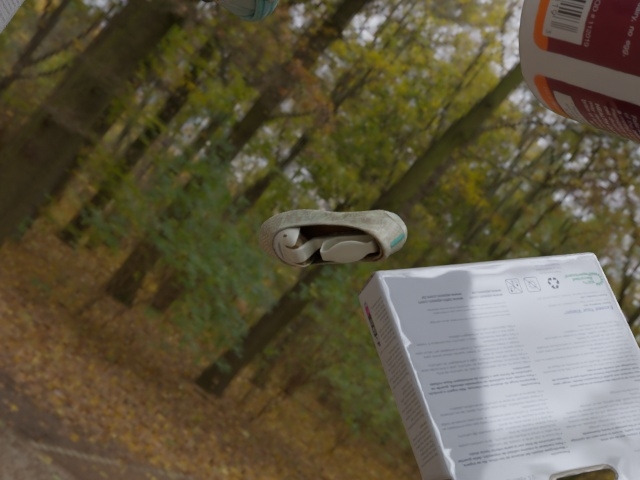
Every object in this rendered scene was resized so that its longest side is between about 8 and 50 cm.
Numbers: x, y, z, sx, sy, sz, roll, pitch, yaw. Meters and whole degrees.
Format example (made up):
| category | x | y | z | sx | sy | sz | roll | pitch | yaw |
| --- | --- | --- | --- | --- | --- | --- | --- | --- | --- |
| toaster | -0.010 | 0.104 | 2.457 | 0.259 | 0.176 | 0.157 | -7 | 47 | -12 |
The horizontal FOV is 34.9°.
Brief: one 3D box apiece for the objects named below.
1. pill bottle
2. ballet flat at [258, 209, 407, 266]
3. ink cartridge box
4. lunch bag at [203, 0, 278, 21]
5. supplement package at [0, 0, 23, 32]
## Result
| category | x | y | z | sx | sy | sz | roll | pitch | yaw |
| --- | --- | --- | --- | --- | --- | --- | --- | --- | --- |
| pill bottle | 0.399 | -0.177 | 0.966 | 0.224 | 0.224 | 0.392 | 42 | -6 | -40 |
| ballet flat | 0.000 | 0.000 | 0.950 | 0.168 | 0.052 | 0.057 | -7 | -64 | 35 |
| ink cartridge box | 0.241 | 0.174 | 1.180 | 0.071 | 0.324 | 0.330 | 123 | -43 | -51 |
| lunch bag | -0.080 | -0.247 | 0.516 | 0.224 | 0.108 | 0.279 | 39 | -15 | 5 |
| supplement package | -0.299 | -0.188 | 0.660 | 0.149 | 0.203 | 0.194 | 33 | -8 | -1 |
